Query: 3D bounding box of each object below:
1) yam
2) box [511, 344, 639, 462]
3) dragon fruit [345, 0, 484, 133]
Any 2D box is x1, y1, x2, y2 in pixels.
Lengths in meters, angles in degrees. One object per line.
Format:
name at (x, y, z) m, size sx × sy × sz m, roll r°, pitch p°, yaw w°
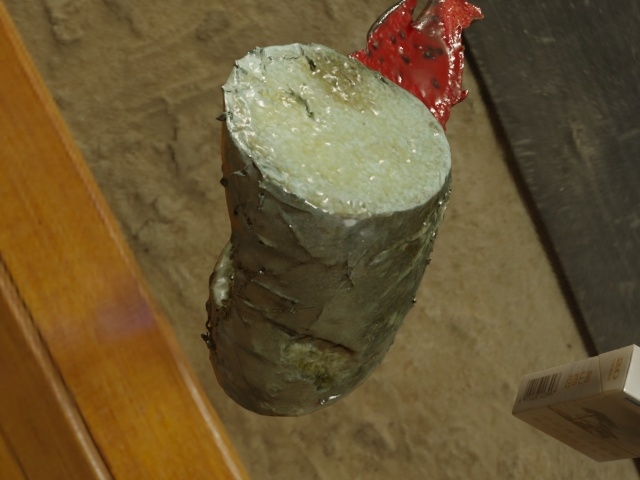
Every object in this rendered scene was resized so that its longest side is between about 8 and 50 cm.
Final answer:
yam at (0.000, 0.000, 0.618) m, size 0.154 × 0.154 × 0.254 m, roll 26°, pitch 141°, yaw 16°
box at (0.362, 0.206, 1.180) m, size 0.150 × 0.233 × 0.067 m, roll 27°, pitch 66°, yaw -13°
dragon fruit at (0.071, -0.170, 0.899) m, size 0.122 × 0.092 × 0.192 m, roll 38°, pitch 67°, yaw -24°
